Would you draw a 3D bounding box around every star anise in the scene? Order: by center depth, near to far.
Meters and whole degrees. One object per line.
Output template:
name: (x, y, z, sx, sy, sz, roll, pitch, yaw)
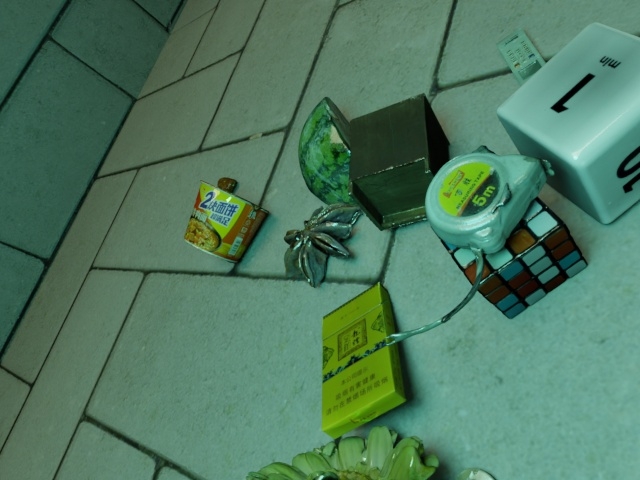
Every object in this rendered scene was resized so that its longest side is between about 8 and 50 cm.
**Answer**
star anise: (0.000, 0.000, 1.120, 0.236, 0.093, 0.229, -51, 35, -1)

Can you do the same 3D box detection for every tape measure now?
tape measure: (0.187, 0.011, 0.701, 0.330, 0.084, 0.164, -54, 38, -2)

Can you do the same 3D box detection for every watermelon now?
watermelon: (0.042, -0.208, 1.185, 0.224, 0.180, 0.305, 100, 157, -46)

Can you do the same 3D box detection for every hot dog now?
hot dog: (-0.304, -0.179, 1.562, 0.083, 0.035, 0.058, 22, 80, 48)

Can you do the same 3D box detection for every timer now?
timer: (0.431, -0.178, 0.743, 0.195, 0.192, 0.194, -44, 42, 12)

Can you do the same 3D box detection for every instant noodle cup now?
instant noodle cup: (-0.269, -0.046, 1.326, 0.213, 0.213, 0.174, 24, 89, 49)

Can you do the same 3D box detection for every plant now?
plant: (0.012, 0.405, 0.696, 0.305, 0.261, 0.297, -6, 61, 59)

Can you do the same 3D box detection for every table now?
table: (0.169, -0.150, 0.986, 0.169, 0.172, 0.193, -14, 56, 27)

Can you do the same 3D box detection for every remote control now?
remote control: (0.427, -0.386, 1.014, 0.061, 0.029, 0.162, -31, 51, 28)

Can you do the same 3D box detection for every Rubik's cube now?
Rubik's cube: (0.302, 0.006, 0.776, 0.155, 0.151, 0.154, -40, 44, 17)

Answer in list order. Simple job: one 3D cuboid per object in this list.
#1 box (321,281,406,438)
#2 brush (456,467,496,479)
box: (0.070, 0.208, 0.882, 0.153, 0.041, 0.279, -37, 26, 22)
brush: (0.168, 0.479, 0.657, 0.070, 0.065, 0.328, 11, 73, 44)
